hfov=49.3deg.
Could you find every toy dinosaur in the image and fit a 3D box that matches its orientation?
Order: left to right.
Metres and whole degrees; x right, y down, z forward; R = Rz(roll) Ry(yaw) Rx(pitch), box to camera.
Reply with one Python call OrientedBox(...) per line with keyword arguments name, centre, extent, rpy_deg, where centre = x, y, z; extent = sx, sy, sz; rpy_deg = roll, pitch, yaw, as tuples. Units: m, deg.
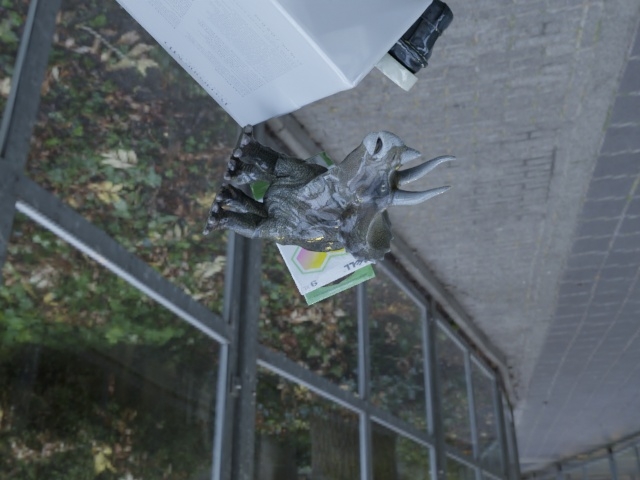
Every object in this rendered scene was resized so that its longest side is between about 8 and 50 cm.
OrientedBox(name="toy dinosaur", centre=(-0.015, -0.032, 0.645), extent=(0.160, 0.121, 0.313), rpy_deg=(21, 174, -9))

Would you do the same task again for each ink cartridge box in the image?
OrientedBox(name="ink cartridge box", centre=(0.000, 0.000, 0.919), extent=(0.109, 0.062, 0.209), rpy_deg=(-25, 119, -2))

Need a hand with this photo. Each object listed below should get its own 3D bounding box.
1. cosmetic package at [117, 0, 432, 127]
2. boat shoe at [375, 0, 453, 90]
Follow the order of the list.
OrientedBox(name="cosmetic package", centre=(-0.127, -0.259, 0.523), extent=(0.377, 0.097, 0.284), rpy_deg=(45, 166, -17))
OrientedBox(name="boat shoe", centre=(0.054, -0.315, 0.845), extent=(0.127, 0.340, 0.113), rpy_deg=(28, 115, -37))
